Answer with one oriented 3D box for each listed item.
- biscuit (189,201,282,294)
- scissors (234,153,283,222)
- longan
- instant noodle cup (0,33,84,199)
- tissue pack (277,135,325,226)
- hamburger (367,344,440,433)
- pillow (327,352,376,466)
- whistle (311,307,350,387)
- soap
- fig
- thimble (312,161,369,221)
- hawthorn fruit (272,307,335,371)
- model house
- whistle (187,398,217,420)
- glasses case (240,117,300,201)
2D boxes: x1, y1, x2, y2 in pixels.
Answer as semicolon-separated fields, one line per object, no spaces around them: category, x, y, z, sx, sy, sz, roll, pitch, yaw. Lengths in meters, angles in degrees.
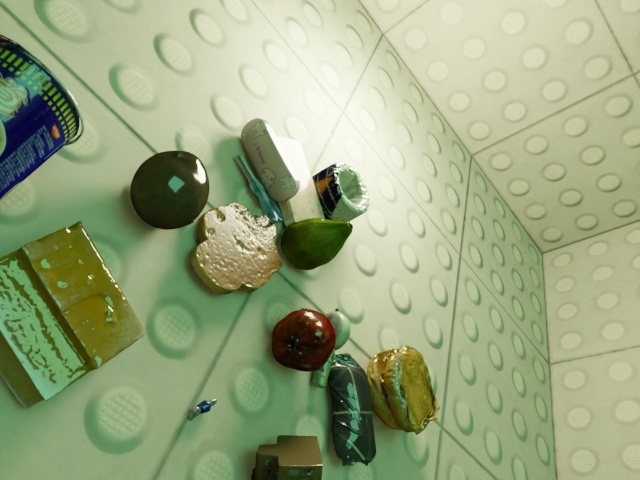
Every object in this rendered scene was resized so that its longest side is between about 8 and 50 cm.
biscuit;-0.242;0.018;1.457;0.269;0.051;0.376;55;35;-7
scissors;-0.204;-0.168;1.613;0.256;0.030;0.125;57;11;1
longan;-0.380;-0.128;1.263;0.197;0.197;0.220;41;35;-27
instant noodle cup;-0.659;-0.187;0.931;0.284;0.284;0.312;41;51;-28
tissue pack;-0.096;-0.205;1.748;0.170;0.071;0.325;-3;72;-53
hamburger;0.277;0.509;1.690;0.319;0.158;0.318;35;42;-39
pillow;0.094;0.516;1.534;0.162;0.093;0.334;22;52;-38
whistle;0.029;0.331;1.554;0.067;0.126;0.257;36;58;-34
soap;-0.530;0.139;0.985;0.259;0.143;0.281;-40;106;-50
fig;-0.011;-0.002;1.634;0.167;0.234;0.167;61;-5;8
thimble;0.073;-0.180;1.871;0.237;0.150;0.237;29;48;-38
hawthorn fruit;-0.043;0.282;1.450;0.185;0.185;0.202;65;20;2
model house;-0.088;0.637;1.231;0.176;0.181;0.247;4;92;-7
whistle;-0.285;0.407;1.201;0.083;0.029;0.033;-16;119;-47
glasses case;-0.168;-0.267;1.642;0.075;0.113;0.296;-8;67;-62
